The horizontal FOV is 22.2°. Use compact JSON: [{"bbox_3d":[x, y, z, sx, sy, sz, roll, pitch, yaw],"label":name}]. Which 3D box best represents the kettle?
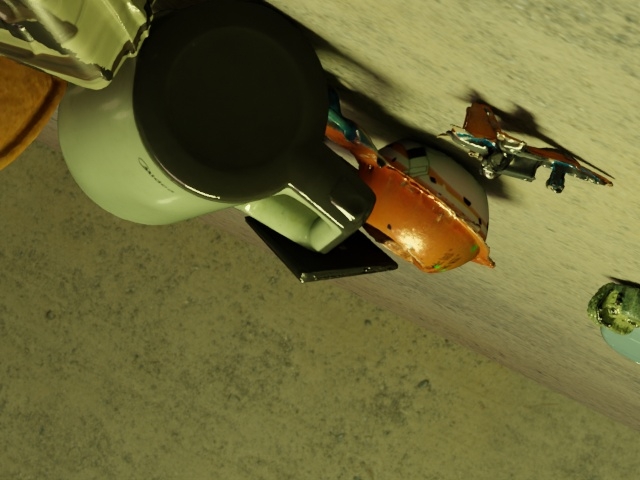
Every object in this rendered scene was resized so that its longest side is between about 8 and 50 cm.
[{"bbox_3d":[-0.112,-0.111,1.910,0.361,0.250,0.376,45,166,-13],"label":"kettle"}]

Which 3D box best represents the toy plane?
[{"bbox_3d":[0.214,-0.080,1.696,0.188,0.062,0.135,29,172,-6],"label":"toy plane"}]

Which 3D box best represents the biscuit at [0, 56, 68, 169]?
[{"bbox_3d":[-0.450,-0.261,1.826,0.078,0.350,0.455,1,158,38],"label":"biscuit"}]

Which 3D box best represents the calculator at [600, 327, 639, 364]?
[{"bbox_3d":[0.499,0.157,2.397,0.188,0.042,0.303,25,169,14],"label":"calculator"}]

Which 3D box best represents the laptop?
[{"bbox_3d":[0.000,0.000,2.038,0.135,0.016,0.197,-7,-154,-23],"label":"laptop"}]

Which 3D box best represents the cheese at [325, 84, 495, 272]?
[{"bbox_3d":[0.093,-0.070,1.990,0.329,0.129,0.217,42,171,-22],"label":"cheese"}]

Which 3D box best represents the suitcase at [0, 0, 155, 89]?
[{"bbox_3d":[-0.338,-0.321,1.574,0.351,0.194,0.339,22,165,23],"label":"suitcase"}]

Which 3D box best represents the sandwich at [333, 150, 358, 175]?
[{"bbox_3d":[-0.049,-0.104,2.264,0.235,0.122,0.128,40,-178,22],"label":"sandwich"}]

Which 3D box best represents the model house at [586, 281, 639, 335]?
[{"bbox_3d":[0.412,0.093,2.175,0.079,0.066,0.083,29,172,-22],"label":"model house"}]
